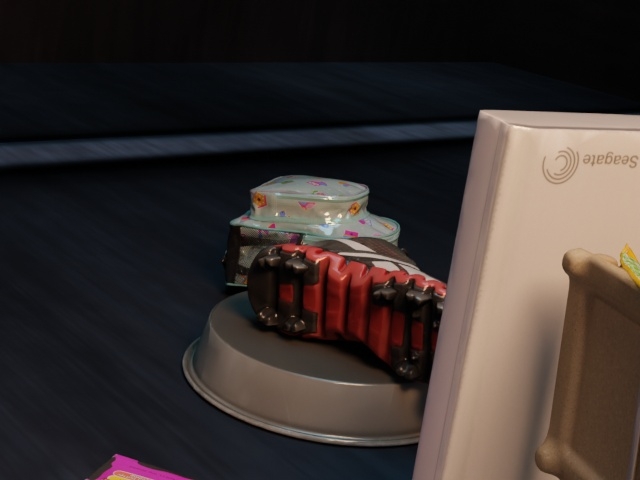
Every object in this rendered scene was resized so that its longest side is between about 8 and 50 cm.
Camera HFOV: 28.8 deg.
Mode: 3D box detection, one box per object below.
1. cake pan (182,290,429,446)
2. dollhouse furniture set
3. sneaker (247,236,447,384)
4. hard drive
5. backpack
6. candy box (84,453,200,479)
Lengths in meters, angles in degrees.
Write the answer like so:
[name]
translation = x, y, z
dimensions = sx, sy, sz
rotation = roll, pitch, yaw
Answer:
[cake pan]
translation = 0.012, 0.113, 1.228
dimensions = 0.293, 0.054, 0.293
rotation = 7, 17, -2
[dollhouse furniture set]
translation = 0.230, 0.164, 0.732
dimensions = 0.151, 0.302, 0.197
rotation = 0, 16, -16
[sneaker]
translation = 0.071, 0.059, 1.167
dimensions = 0.276, 0.098, 0.135
rotation = 17, 21, 31
[hard drive]
translation = 0.181, 0.089, 0.867
dimensions = 0.233, 0.353, 0.047
rotation = -1, 19, -29
[backpack]
translation = 0.000, 0.000, 1.446
dimensions = 0.188, 0.145, 0.166
rotation = 15, 12, 13
[candy box]
translation = -0.114, 0.226, 0.764
dimensions = 0.159, 0.071, 0.233
rotation = 14, 17, 16
